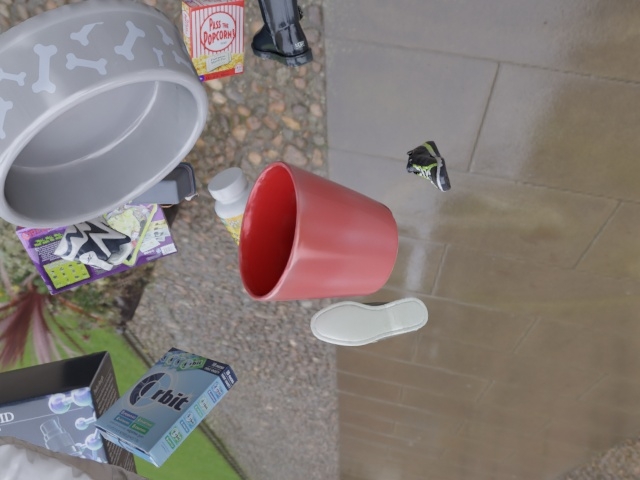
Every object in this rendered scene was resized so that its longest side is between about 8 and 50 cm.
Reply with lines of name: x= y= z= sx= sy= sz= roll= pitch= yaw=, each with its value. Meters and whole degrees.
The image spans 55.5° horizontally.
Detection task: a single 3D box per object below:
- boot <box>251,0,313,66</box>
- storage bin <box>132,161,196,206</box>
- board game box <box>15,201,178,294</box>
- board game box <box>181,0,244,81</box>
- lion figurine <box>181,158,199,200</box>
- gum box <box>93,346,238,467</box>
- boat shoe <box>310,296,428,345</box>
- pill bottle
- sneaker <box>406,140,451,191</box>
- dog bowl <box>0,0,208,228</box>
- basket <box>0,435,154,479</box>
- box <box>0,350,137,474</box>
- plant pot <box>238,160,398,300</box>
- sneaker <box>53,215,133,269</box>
boot: x=-0.105 y=-0.513 z=1.356 sx=0.246 sy=0.094 sz=0.207 roll=42 pitch=152 yaw=53
storage bin: x=-0.356 y=-0.115 z=1.351 sx=0.135 sy=0.091 sz=0.098 roll=1 pitch=115 yaw=6
board game box: x=-0.572 y=-0.005 z=1.583 sx=0.347 sy=0.056 sz=0.208 roll=-19 pitch=127 yaw=-9
board game box: x=-0.262 y=-0.495 z=1.495 sx=0.045 sy=0.147 sz=0.193 roll=45 pitch=144 yaw=35
lion figurine: x=-0.475 y=-0.164 z=1.688 sx=0.392 sy=0.142 sz=0.240 roll=-40 pitch=78 yaw=27
gum box: x=-0.253 y=0.265 z=0.999 sx=0.157 sy=0.184 sz=0.041 roll=5 pitch=130 yaw=40
boat shoe: x=0.112 y=0.203 z=1.495 sx=0.305 sy=0.109 sz=0.091 roll=-5 pitch=164 yaw=-20
pill bottle: x=-0.173 y=-0.064 z=1.418 sx=0.118 sy=0.117 sz=0.208 roll=-4 pitch=133 yaw=30
sneaker: x=0.282 y=-0.188 z=1.624 sx=0.097 sy=0.234 sz=0.084 roll=-17 pitch=119 yaw=7
dog bowl: x=-0.303 y=-0.146 z=0.804 sx=0.102 sy=0.349 sz=0.348 roll=53 pitch=151 yaw=11
basket: x=-0.205 y=0.370 z=0.592 sx=0.332 sy=0.266 sz=0.328 roll=13 pitch=157 yaw=17
box: x=-0.555 y=0.467 z=1.243 sx=0.294 sy=0.395 sz=0.212 roll=-11 pitch=-169 yaw=-8
plant pot: x=0.000 y=0.000 z=1.193 sx=0.243 sy=0.274 sz=0.275 roll=11 pitch=155 yaw=-28
sneaker: x=-0.498 y=-0.009 z=1.392 sx=0.153 sy=0.235 sz=0.094 roll=31 pitch=106 yaw=-21
